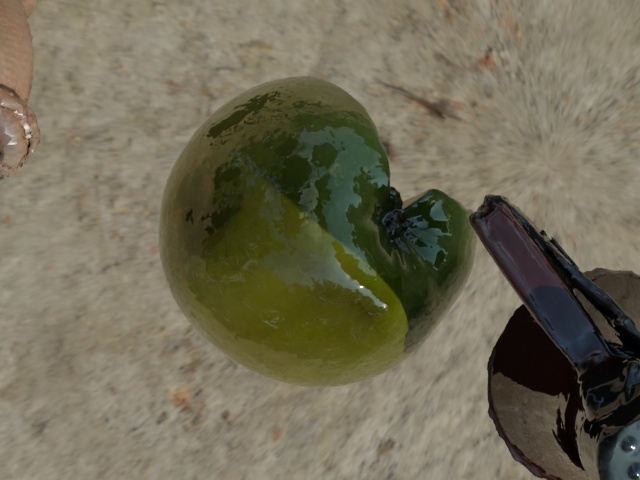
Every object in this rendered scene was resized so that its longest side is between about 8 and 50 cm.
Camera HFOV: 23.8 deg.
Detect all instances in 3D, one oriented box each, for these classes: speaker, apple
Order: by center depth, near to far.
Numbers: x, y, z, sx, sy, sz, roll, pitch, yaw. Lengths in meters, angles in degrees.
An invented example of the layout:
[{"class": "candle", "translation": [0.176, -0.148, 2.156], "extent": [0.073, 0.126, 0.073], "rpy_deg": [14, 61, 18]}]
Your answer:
[{"class": "speaker", "translation": [0.225, 0.085, 1.142], "extent": [0.198, 0.329, 0.259], "rpy_deg": [-9, 87, 3]}, {"class": "apple", "translation": [-0.015, 0.009, 1.431], "extent": [0.295, 0.257, 0.233], "rpy_deg": [51, 62, -19]}]

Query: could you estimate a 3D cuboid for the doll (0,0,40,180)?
[{"class": "doll", "translation": [-0.234, -0.187, 0.863], "extent": [0.201, 0.156, 0.303], "rpy_deg": [14, 116, 28]}]
